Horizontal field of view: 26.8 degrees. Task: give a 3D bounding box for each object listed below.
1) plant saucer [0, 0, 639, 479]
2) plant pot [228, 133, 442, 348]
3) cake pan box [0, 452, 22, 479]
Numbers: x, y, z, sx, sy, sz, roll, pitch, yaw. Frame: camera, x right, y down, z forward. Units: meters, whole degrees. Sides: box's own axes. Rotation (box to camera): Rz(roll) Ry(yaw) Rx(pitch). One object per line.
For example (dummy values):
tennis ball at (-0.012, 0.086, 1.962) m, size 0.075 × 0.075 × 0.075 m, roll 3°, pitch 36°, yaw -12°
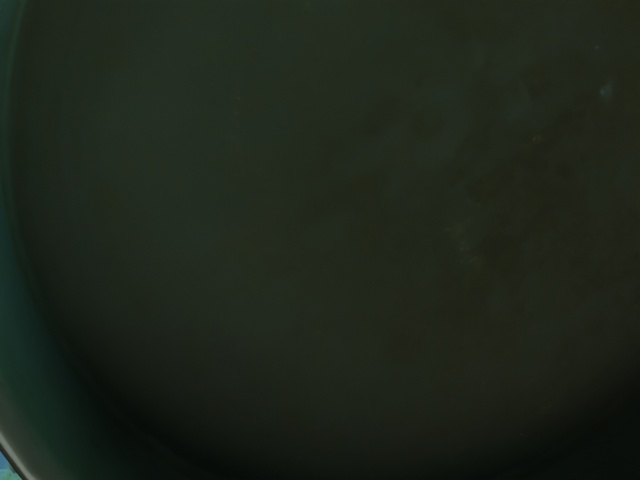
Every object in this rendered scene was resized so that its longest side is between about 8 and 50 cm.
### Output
plant saucer at (0.034, -0.027, 0.355) m, size 0.277 × 0.278 × 0.041 m, roll 14°, pitch -169°, yaw -24°
plant pot at (0.000, 0.000, 0.489) m, size 0.165 × 0.165 × 0.234 m, roll -11°, pitch 144°, yaw 28°
cake pan box at (-0.259, 0.039, 0.585) m, size 0.245 × 0.070 × 0.267 m, roll 10°, pitch 160°, yaw 43°
